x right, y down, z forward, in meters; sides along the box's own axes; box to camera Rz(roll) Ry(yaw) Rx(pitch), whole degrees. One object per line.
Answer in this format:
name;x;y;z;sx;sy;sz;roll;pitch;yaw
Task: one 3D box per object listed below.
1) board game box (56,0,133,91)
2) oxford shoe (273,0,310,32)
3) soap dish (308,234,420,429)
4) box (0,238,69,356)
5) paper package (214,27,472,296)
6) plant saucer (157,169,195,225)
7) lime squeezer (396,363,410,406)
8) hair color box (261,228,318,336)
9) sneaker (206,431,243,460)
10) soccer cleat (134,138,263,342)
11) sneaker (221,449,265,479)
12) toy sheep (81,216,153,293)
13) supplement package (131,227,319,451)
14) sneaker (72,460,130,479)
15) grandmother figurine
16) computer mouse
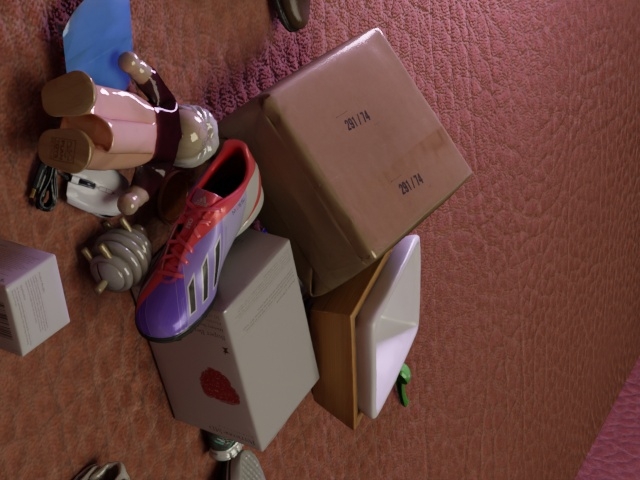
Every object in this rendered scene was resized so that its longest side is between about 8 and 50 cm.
board game box;-0.293;-0.241;1.586;0.133;0.033;0.169;-45;146;-46
oxford shoe;-0.023;-0.429;1.906;0.083;0.096;0.227;-31;130;-54
soap dish;0.075;0.130;2.044;0.291;0.118;0.229;-57;151;-51
box;-0.375;0.067;1.507;0.087;0.102;0.101;-40;135;-43
paper package;0.034;-0.127;1.935;0.310;0.168;0.325;56;43;-7
plant saucer;-0.213;-0.063;1.821;0.083;0.013;0.084;-35;132;-50
lime squeezer;0.126;0.297;2.550;0.110;0.059;0.310;-50;157;17
hair color box;0.000;0.000;2.127;0.339;0.110;0.185;-55;146;-29
sneaker;-0.133;0.288;2.070;0.166;0.065;0.076;-52;139;-38
soccer cleat;-0.171;-0.003;1.712;0.116;0.108;0.318;86;26;-50
sneaker;-0.150;0.520;2.098;0.126;0.127;0.321;19;62;-67
toy sheep;-0.274;0.025;1.684;0.132;0.091;0.091;-56;146;-40
supplement package;-0.137;0.141;1.875;0.175;0.177;0.293;-50;142;-38
sneaker;-0.274;0.395;1.824;0.292;0.108;0.169;-20;123;-55
grandmother figurine;-0.234;-0.137;1.623;0.342;0.104;0.208;-10;115;-67
computer mouse;-0.301;-0.074;1.632;0.193;0.042;0.106;21;83;-61
